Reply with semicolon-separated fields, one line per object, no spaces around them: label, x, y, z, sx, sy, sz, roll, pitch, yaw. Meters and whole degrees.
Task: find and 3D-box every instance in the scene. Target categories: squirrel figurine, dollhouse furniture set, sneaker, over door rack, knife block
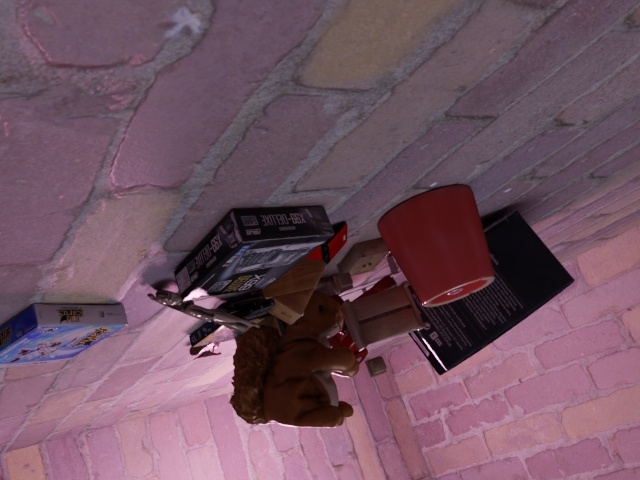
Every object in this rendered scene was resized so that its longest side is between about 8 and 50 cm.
squirrel figurine;-0.088;0.332;1.786;0.396;0.371;0.281;-5;169;15
dollhouse furniture set;0.193;0.186;1.767;0.303;0.356;0.174;-14;162;-20
sneaker;-0.199;0.181;1.812;0.222;0.083;0.118;-8;152;-50
over door rack;0.152;0.178;2.108;0.239;0.108;0.324;-21;162;1
knife block;-0.137;0.101;1.644;0.276;0.242;0.088;-62;-171;-33
sneaker;-0.407;0.377;2.202;0.118;0.042;0.067;-32;155;28

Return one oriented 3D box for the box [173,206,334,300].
box;-0.154;0.030;1.389;0.242;0.077;0.307;-5;157;-40

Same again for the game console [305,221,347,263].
game console;0.000;0.000;1.572;0.124;0.085;0.144;-49;167;-12

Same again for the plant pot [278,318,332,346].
plant pot;-0.021;0.302;2.201;0.167;0.188;0.187;-35;161;3

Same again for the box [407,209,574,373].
box;0.511;0.196;2.068;0.471;0.297;0.480;-36;164;-1

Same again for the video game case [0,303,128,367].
video game case;-0.645;0.230;1.485;0.269;0.061;0.244;-30;161;27

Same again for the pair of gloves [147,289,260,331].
pair of gloves;-0.288;0.170;1.516;0.240;0.042;0.204;11;165;32

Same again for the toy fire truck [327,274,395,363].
toy fire truck;0.129;0.261;2.009;0.253;0.169;0.302;-31;151;-23

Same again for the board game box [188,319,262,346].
board game box;-0.300;0.279;2.027;0.165;0.042;0.243;-2;155;-43

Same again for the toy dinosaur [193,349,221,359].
toy dinosaur;-0.408;0.418;2.279;0.082;0.090;0.047;21;167;26

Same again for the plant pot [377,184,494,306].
plant pot;0.311;0.026;1.605;0.274;0.243;0.275;-17;162;-6

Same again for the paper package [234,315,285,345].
paper package;-0.159;0.453;2.256;0.168;0.310;0.325;-21;161;4
